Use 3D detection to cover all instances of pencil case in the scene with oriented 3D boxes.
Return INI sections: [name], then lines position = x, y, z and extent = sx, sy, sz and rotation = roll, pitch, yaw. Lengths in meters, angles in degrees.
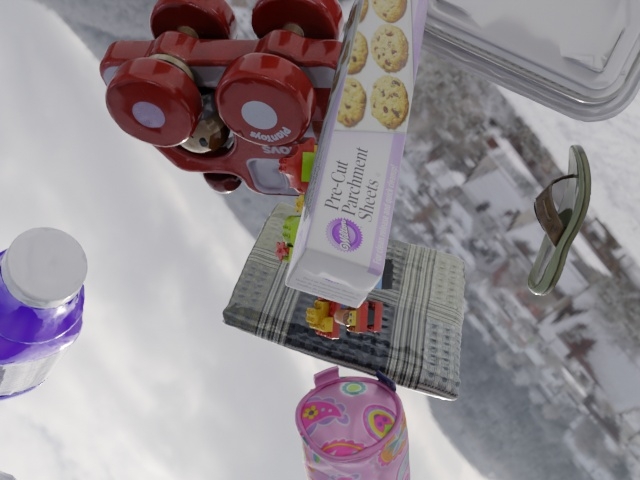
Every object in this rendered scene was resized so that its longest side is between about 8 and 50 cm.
[pencil case]
position = 0.041, 0.271, 1.026
extent = 0.124, 0.124, 0.284
rotation = -124, 18, -44

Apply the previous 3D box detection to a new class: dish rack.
[dish rack]
position = 0.259, -0.322, 0.940
extent = 0.285, 0.333, 0.072
rotation = 27, -174, 8

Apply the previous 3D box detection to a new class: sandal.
[sandal]
position = 0.447, -0.039, 1.721
extent = 0.086, 0.303, 0.120
rotation = 16, -166, -1

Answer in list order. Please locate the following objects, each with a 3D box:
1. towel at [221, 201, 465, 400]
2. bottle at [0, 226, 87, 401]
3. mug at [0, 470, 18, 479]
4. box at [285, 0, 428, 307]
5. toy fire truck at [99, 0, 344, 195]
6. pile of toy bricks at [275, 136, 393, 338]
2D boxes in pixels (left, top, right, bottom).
[towel]
position = 0.047, 0.075, 1.214
extent = 0.312, 0.056, 0.324
rotation = 17, -150, 2
[bottle]
position = -0.286, 0.075, 0.839
extent = 0.283, 0.118, 0.092
rotation = -42, 64, 53
[mug]
position = -0.383, 0.324, 0.703
extent = 0.276, 0.374, 0.328
rotation = 54, -176, 23
[box]
position = 0.038, -0.100, 0.758
extent = 0.067, 0.324, 0.063
rotation = 19, 146, -8
[toy fire truck]
position = -0.087, -0.140, 1.008
extent = 0.254, 0.302, 0.169
rotation = 72, -153, -47
[pile of toy bricks]
position = 0.000, 0.000, 0.917
extent = 0.105, 0.213, 0.118
rotation = 0, -175, -33
